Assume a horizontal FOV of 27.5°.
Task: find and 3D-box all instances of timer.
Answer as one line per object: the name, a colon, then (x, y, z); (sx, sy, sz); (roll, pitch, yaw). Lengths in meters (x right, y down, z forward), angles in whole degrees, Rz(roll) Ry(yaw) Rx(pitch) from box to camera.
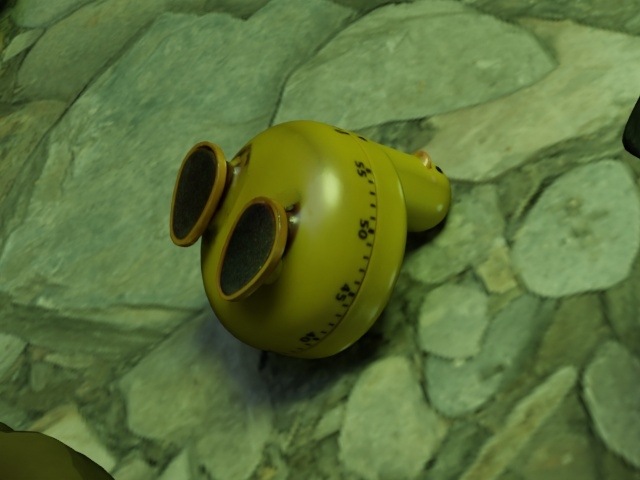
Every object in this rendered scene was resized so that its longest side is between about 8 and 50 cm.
timer: (0.000, 0.000, 0.584); (0.107, 0.109, 0.107); (-23, 60, 47)

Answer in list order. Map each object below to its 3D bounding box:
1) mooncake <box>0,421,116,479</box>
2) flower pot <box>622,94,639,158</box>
mooncake: (-0.136, 0.205, 0.413); (0.290, 0.161, 0.290); (-20, 44, 21)
flower pot: (0.192, -0.045, 0.401); (0.148, 0.235, 0.235); (-54, 39, 10)
